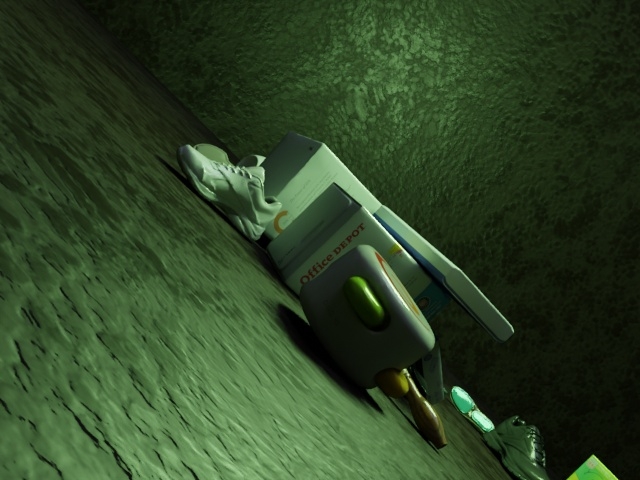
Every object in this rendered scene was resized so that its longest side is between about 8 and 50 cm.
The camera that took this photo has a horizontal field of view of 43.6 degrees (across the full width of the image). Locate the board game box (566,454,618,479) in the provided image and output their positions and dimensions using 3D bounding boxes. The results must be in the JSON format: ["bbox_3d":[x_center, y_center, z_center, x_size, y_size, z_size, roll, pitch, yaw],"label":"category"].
[{"bbox_3d":[0.595,0.589,1.825,0.092,0.181,0.043,48,3,42],"label":"board game box"}]

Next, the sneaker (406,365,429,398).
[{"bbox_3d":[0.175,0.276,1.597,0.089,0.051,0.170,56,-2,3],"label":"sneaker"}]

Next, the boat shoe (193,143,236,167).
[{"bbox_3d":[-0.244,-0.163,1.934,0.206,0.075,0.064,41,-43,31],"label":"boat shoe"}]

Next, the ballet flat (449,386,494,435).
[{"bbox_3d":[0.425,0.493,2.283,0.168,0.057,0.052,50,-24,19],"label":"ballet flat"}]

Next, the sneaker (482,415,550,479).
[{"bbox_3d":[0.524,0.543,2.047,0.109,0.130,0.286,46,3,-26],"label":"sneaker"}]

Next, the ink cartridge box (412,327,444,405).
[{"bbox_3d":[0.209,0.245,1.652,0.097,0.046,0.207,55,-16,44],"label":"ink cartridge box"}]

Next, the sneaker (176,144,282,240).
[{"bbox_3d":[-0.164,-0.110,1.475,0.232,0.115,0.090,44,3,-31],"label":"sneaker"}]

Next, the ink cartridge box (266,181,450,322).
[{"bbox_3d":[0.067,0.062,1.540,0.270,0.198,0.197,45,3,-23],"label":"ink cartridge box"}]

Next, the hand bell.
[{"bbox_3d":[0.146,0.242,1.352,0.242,0.126,0.126,61,9,28],"label":"hand bell"}]

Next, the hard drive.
[{"bbox_3d":[0.235,0.060,1.584,0.210,0.040,0.318,44,2,-30],"label":"hard drive"}]

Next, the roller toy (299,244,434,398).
[{"bbox_3d":[0.066,0.119,1.199,0.209,0.146,0.191,51,9,-28],"label":"roller toy"}]

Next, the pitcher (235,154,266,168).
[{"bbox_3d":[-0.121,-0.147,2.161,0.207,0.178,0.125,46,31,-41],"label":"pitcher"}]

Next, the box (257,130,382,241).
[{"bbox_3d":[0.007,-0.035,1.723,0.345,0.215,0.168,44,-6,-31],"label":"box"}]

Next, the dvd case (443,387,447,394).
[{"bbox_3d":[0.321,0.401,2.349,0.119,0.013,0.087,48,3,27],"label":"dvd case"}]
